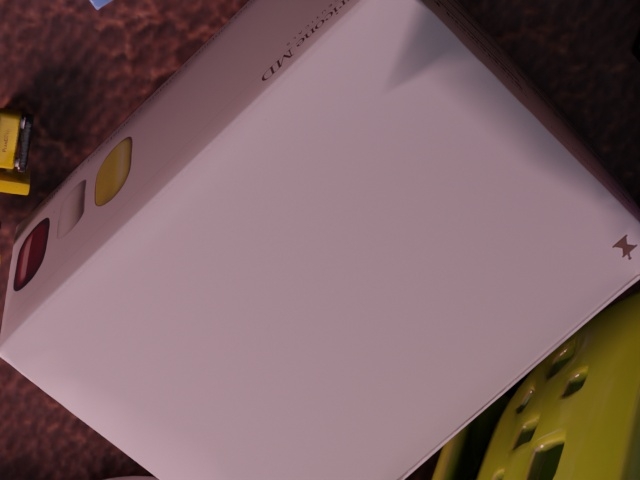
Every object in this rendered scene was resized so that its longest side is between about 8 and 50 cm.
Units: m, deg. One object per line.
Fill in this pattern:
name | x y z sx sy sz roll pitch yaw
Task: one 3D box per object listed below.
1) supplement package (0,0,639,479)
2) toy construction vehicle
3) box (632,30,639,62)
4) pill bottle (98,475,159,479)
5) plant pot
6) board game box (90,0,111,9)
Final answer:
supplement package | 0.000 0.000 0.808 0.262 0.145 0.204 -43 113 13
toy construction vehicle | -0.198 -0.028 0.834 0.085 0.035 0.098 6 108 -13
box | 0.239 -0.183 0.718 0.057 0.201 0.293 10 113 -12
pill bottle | -0.107 0.260 0.933 0.121 0.121 0.221 -5 116 -4
plant pot | 0.171 0.188 0.860 0.228 0.227 0.207 37 144 -22
board game box | -0.102 -0.238 0.739 0.160 0.039 0.211 -32 114 9
